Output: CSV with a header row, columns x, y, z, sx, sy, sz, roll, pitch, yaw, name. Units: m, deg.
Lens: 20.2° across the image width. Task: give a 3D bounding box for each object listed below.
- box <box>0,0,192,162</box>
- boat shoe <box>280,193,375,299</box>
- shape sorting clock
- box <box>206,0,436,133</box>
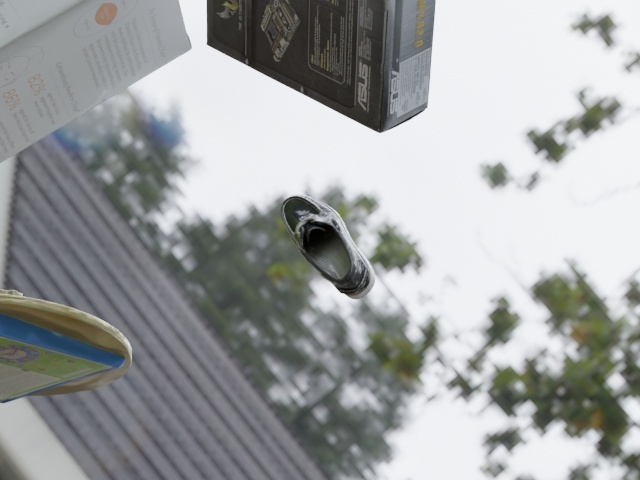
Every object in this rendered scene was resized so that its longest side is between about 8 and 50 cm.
x,y,z,sx,sy,sz,roll,pitch,yaw,name
-0.177,-0.135,1.087,0.091,0.170,0.130,55,-10,19,box
0.000,0.000,1.531,0.038,0.046,0.125,37,15,-53,boat shoe
-0.241,0.075,1.318,0.206,0.206,0.040,113,-22,-68,shape sorting clock
-0.001,-0.213,1.264,0.183,0.056,0.231,30,-46,35,box
